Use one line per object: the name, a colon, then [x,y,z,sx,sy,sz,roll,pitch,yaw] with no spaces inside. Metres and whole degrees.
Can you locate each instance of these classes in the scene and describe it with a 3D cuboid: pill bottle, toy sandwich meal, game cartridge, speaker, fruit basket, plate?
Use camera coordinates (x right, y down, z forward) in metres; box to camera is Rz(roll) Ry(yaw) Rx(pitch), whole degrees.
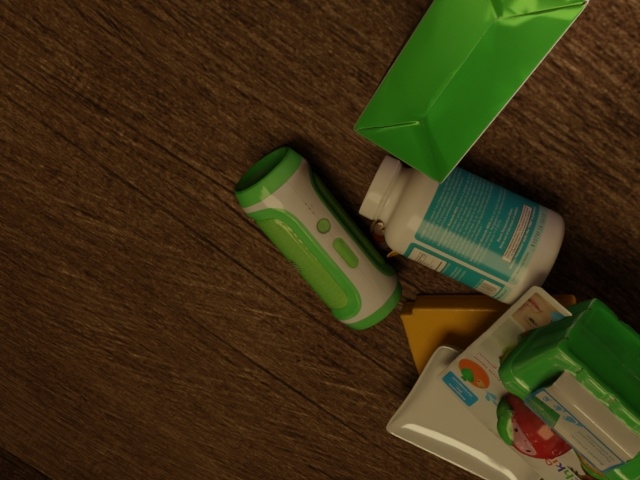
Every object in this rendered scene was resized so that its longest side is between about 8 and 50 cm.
pill bottle: [0.191,-0.023,1.108,0.264,0.146,0.146,26,135,2]
toy sandwich meal: [0.115,-0.006,1.240,0.086,0.029,0.085,13,133,15]
game cartridge: [0.305,0.221,1.342,0.285,0.052,0.323,-2,125,27]
speaker: [0.000,0.000,1.233,0.131,0.131,0.296,-23,116,38]
fruit basket: [0.338,0.251,1.109,0.327,0.165,0.353,44,143,10]
plate: [0.282,0.302,1.355,0.277,0.045,0.278,25,134,3]

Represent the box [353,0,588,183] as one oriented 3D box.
box: [0.177,-0.234,0.869,0.127,0.231,0.262,31,135,-4]
